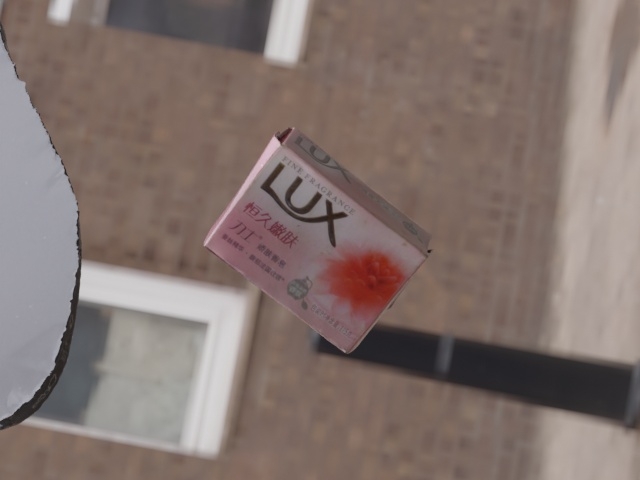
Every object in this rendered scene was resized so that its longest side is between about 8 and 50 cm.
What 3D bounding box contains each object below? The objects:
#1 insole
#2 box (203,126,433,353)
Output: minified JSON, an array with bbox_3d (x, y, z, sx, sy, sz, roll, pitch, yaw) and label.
[{"bbox_3d":[-0.185,-0.031,1.042,0.012,0.110,0.309,43,-162,-49],"label":"insole"},{"bbox_3d":[0.000,0.000,1.521,0.111,0.156,0.060,-52,6,18],"label":"box"}]
